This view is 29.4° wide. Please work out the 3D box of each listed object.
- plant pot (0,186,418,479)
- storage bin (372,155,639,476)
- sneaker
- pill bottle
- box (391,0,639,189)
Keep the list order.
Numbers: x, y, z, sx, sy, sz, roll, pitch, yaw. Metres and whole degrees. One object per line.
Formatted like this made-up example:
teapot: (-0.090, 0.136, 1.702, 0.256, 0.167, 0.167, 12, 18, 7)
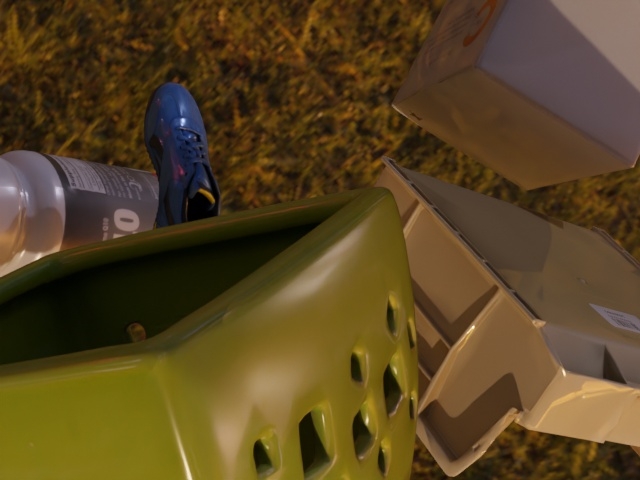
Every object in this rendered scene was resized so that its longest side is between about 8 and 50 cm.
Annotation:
plant pot: (-0.076, 0.116, 0.565, 0.228, 0.227, 0.207, -34, 111, -60)
storage bin: (0.168, 0.076, 0.922, 0.262, 0.123, 0.260, 16, 24, -35)
sneaker: (-0.131, -0.071, 1.237, 0.069, 0.082, 0.209, 7, 68, -34)
pill bottle: (-0.301, -0.016, 1.399, 0.283, 0.161, 0.161, 7, 65, -50)
box: (0.240, -0.241, 1.113, 0.168, 0.215, 0.345, 30, 80, -12)
